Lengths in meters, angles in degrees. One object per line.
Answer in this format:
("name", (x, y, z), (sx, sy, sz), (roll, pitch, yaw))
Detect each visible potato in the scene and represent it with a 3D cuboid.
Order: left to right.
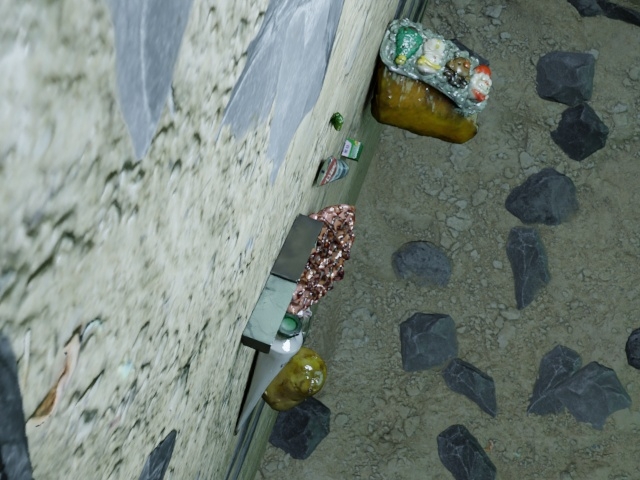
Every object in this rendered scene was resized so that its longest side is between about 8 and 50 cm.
("potato", (-0.064, 0.309, 1.680), (0.176, 0.137, 0.137), (-35, -167, 25))

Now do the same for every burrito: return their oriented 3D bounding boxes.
("burrito", (-0.058, 0.203, 1.756), (0.309, 0.066, 0.096), (92, 20, -80))

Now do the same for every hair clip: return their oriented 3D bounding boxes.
("hair clip", (0.293, -0.409, 1.734), (0.091, 0.321, 0.138), (12, -97, 60))

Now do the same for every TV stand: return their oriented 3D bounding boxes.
("TV stand", (-0.057, 0.064, 1.186), (0.040, 0.049, 0.256), (107, 4, -50))

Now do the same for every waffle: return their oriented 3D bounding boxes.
("waffle", (0.001, 0.029, 1.444), (0.234, 0.055, 0.221), (-33, 140, -50))

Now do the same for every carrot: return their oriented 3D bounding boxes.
("carrot", (0.245, -0.394, 1.896), (0.241, 0.341, 0.241), (-39, -138, 48))

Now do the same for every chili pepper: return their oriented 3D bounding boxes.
("chili pepper", (0.030, -0.203, 1.256), (0.083, 0.022, 0.027), (-79, -173, -88))

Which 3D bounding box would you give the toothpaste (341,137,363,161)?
("toothpaste", (0.077, -0.214, 1.768), (0.178, 0.037, 0.043), (-39, 145, -83))

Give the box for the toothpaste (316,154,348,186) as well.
("toothpaste", (0.023, -0.134, 1.415), (0.062, 0.039, 0.239), (-64, 175, 9))

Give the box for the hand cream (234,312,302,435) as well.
("hand cream", (-0.108, 0.260, 1.461), (0.121, 0.076, 0.336), (-59, 176, -45))
